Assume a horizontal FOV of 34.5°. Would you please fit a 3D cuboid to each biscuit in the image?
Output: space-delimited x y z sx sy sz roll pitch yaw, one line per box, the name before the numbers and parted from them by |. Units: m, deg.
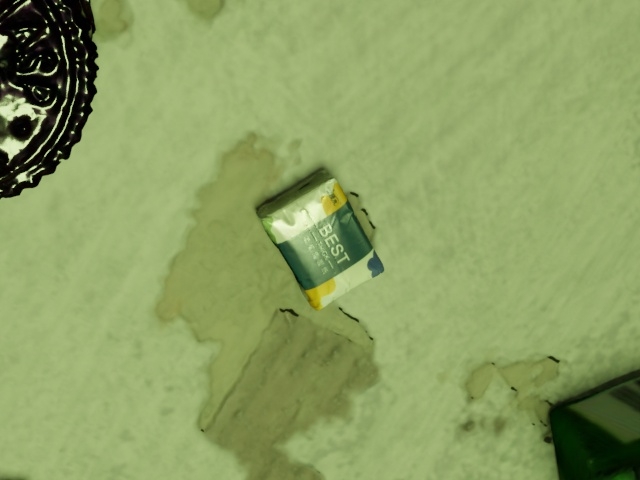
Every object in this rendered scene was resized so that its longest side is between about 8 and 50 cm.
biscuit | -0.233 -0.113 0.642 0.194 0.053 0.195 -4 107 -14

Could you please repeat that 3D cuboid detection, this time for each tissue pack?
tissue pack | 0.000 0.000 0.740 0.062 0.042 0.083 -30 110 -2

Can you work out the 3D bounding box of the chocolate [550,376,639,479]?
chocolate | 0.373 0.251 0.846 0.360 0.161 0.341 -16 109 -9
